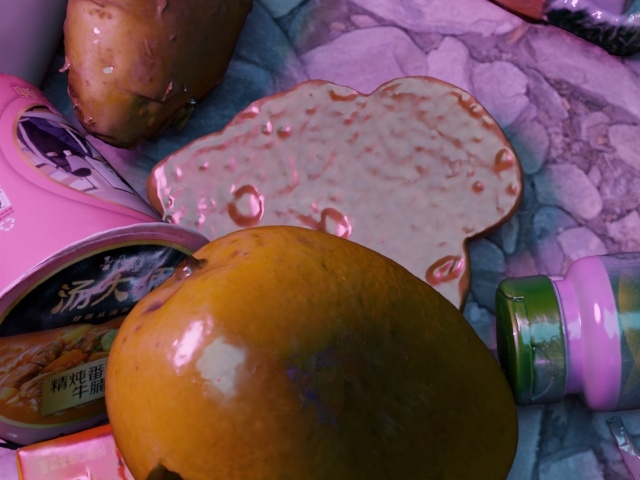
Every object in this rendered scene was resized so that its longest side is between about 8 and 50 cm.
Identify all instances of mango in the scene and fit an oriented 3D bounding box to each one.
[{"bbox_3d":[0.010,0.124,1.181,0.365,0.182,0.253,17,71,-32],"label":"mango"}]

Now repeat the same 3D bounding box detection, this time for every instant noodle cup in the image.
[{"bbox_3d":[-0.238,0.000,1.264,0.244,0.244,0.255,-32,56,-10],"label":"instant noodle cup"}]

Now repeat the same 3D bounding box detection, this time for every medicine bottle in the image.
[{"bbox_3d":[0.286,0.072,1.294,0.274,0.133,0.133,-6,72,-1],"label":"medicine bottle"}]

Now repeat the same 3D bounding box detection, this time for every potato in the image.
[{"bbox_3d":[-0.139,-0.221,1.363,0.141,0.191,0.296,7,77,35],"label":"potato"}]

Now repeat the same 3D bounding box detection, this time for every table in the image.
[{"bbox_3d":[-0.279,-0.229,1.393,0.126,0.126,0.220,17,73,5],"label":"table"}]

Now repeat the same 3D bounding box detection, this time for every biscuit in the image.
[{"bbox_3d":[0.000,0.001,1.356,0.376,0.051,0.269,-29,76,-6],"label":"biscuit"}]

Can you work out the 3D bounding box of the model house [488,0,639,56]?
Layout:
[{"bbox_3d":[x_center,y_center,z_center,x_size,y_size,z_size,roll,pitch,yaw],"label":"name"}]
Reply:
[{"bbox_3d":[0.225,-0.314,1.344,0.253,0.291,0.184,32,79,10],"label":"model house"}]

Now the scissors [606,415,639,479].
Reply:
[{"bbox_3d":[0.295,0.239,1.296,0.110,0.021,0.212,-24,74,-10],"label":"scissors"}]

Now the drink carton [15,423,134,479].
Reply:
[{"bbox_3d":[-0.128,0.321,1.221,0.154,0.111,0.351,-14,73,-4],"label":"drink carton"}]
